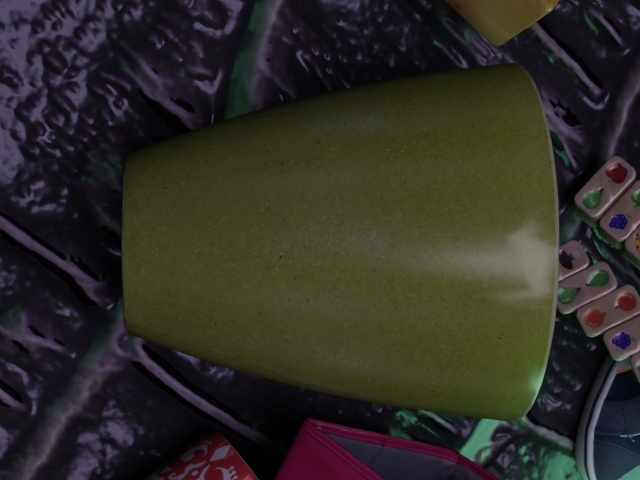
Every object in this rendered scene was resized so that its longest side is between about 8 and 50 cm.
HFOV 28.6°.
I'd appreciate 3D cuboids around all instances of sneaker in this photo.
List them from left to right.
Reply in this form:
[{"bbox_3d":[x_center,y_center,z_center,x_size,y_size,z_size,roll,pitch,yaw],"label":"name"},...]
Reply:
[{"bbox_3d":[0.361,0.117,1.181,0.126,0.127,0.321,27,94,-27],"label":"sneaker"}]

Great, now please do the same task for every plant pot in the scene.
[{"bbox_3d":[0.000,0.000,0.955,0.294,0.275,0.274,1,104,-5],"label":"plant pot"}]

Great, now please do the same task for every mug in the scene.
[{"bbox_3d":[-0.127,0.248,1.051,0.169,0.150,0.113,-38,78,-13],"label":"mug"}]

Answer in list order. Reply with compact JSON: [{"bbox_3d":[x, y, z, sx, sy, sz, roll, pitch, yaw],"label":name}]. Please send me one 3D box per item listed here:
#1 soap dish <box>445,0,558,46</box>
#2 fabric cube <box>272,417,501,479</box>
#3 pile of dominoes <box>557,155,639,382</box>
[{"bbox_3d":[0.158,-0.331,0.971,0.229,0.118,0.291,38,83,-29],"label":"soap dish"},{"bbox_3d":[0.079,0.326,1.014,0.259,0.254,0.258,23,97,-50],"label":"fabric cube"},{"bbox_3d":[0.328,0.035,1.107,0.251,0.040,0.196,43,88,16],"label":"pile of dominoes"}]
